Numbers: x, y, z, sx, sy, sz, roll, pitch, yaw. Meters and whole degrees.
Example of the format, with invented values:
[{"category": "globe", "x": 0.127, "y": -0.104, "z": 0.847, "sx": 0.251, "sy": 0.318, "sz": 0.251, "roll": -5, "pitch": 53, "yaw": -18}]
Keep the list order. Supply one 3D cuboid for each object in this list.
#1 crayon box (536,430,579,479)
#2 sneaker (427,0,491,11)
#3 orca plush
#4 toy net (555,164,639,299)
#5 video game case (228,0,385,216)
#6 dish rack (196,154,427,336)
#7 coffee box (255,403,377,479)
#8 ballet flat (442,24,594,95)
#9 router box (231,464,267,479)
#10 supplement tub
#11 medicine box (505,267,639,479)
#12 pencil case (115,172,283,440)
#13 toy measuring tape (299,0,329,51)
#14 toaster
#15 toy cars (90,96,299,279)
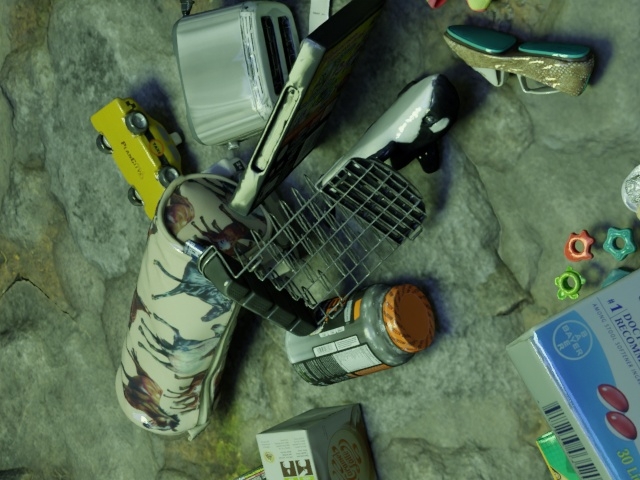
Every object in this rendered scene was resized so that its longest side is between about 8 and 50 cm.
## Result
[{"category": "crayon box", "x": 0.385, "y": 0.327, "z": 1.617, "sx": 0.081, "sy": 0.165, "sz": 0.278, "roll": -32, "pitch": 81, "yaw": 36}, {"category": "sneaker", "x": 0.136, "y": -0.345, "z": 1.710, "sx": 0.208, "sy": 0.081, "sz": 0.094, "roll": 23, "pitch": 115, "yaw": 30}, {"category": "orca plush", "x": 0.103, "y": -0.104, "z": 1.775, "sx": 0.102, "sy": 0.151, "sz": 0.287, "roll": 37, "pitch": 121, "yaw": -12}, {"category": "toy net", "x": 0.373, "y": -0.013, "z": 1.632, "sx": 0.122, "sy": 0.045, "sz": 0.232, "roll": 31, "pitch": 115, "yaw": 30}, {"category": "video game case", "x": -0.015, "y": -0.183, "z": 1.739, "sx": 0.035, "sy": 0.275, "sz": 0.248, "roll": 30, "pitch": 118, "yaw": 5}, {"category": "dish rack", "x": 0.000, "y": 0.000, "z": 1.748, "sx": 0.271, "sy": 0.208, "sz": 0.074, "roll": -45, "pitch": 48, "yaw": 11}, {"category": "coffee box", "x": 0.011, "y": 0.372, "z": 1.918, "sx": 0.098, "sy": 0.141, "sz": 0.246, "roll": -12, "pitch": 92, "yaw": 37}, {"category": "ballet flat", "x": 0.240, "y": -0.218, "z": 1.671, "sx": 0.206, "sy": 0.073, "sz": 0.067, "roll": 19, "pitch": 125, "yaw": 36}, {"category": "router box", "x": -0.066, "y": 0.379, "z": 2.040, "sx": 0.122, "sy": 0.038, "sz": 0.092, "roll": -31, "pitch": 82, "yaw": 36}, {"category": "supplement tub", "x": 0.055, "y": 0.126, "z": 1.848, "sx": 0.190, "sy": 0.117, "sz": 0.117, "roll": -20, "pitch": 88, "yaw": 37}, {"category": "medicine box", "x": 0.400, "y": 0.156, "z": 1.488, "sx": 0.263, "sy": 0.289, "sz": 0.149, "roll": 61, "pitch": 171, "yaw": 9}, {"category": "pencil case", "x": -0.186, "y": 0.108, "z": 1.942, "sx": 0.183, "sy": 0.160, "sz": 0.410, "roll": 46, "pitch": 137, "yaw": 27}, {"category": "toy measuring tape", "x": -0.020, "y": -0.404, "z": 1.791, "sx": 0.121, "sy": 0.121, "sz": 0.330, "roll": 17, "pitch": 110, "yaw": 33}, {"category": "toaster", "x": -0.111, "y": -0.245, "z": 1.886, "sx": 0.146, "sy": 0.129, "sz": 0.227, "roll": -9, "pitch": 92, "yaw": 34}, {"category": "toy cars", "x": -0.174, "y": -0.086, "z": 1.993, "sx": 0.394, "sy": 0.087, "sz": 0.176, "roll": 30, "pitch": 132, "yaw": 24}]
